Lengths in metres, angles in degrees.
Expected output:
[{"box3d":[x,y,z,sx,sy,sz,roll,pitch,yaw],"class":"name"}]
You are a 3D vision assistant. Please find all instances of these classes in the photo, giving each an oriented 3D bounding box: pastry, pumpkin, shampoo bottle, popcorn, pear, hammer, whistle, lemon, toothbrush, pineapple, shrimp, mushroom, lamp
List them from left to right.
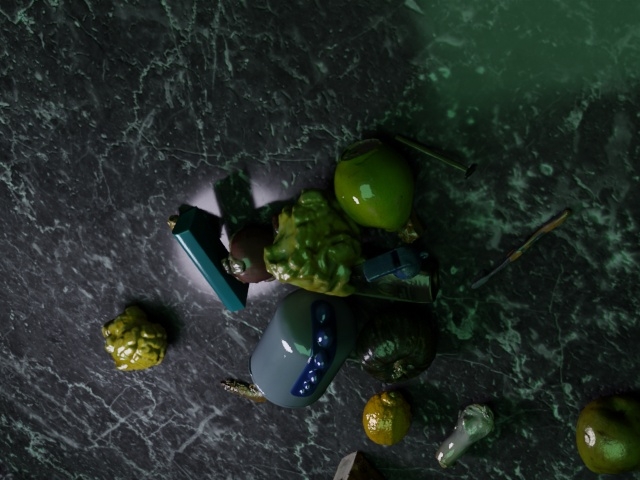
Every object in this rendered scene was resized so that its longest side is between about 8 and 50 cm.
[{"box3d":[-0.589,0.312,2.375,0.201,0.226,0.203,-10,77,-5],"class":"popcorn"},{"box3d":[-0.365,-0.028,2.102,0.140,0.056,0.080,13,137,15],"class":"pastry"},{"box3d":[-0.240,0.457,2.374,0.178,0.034,0.124,19,124,12],"class":"shrimp"},{"box3d":[-0.160,0.020,1.992,0.223,0.151,0.215,-17,129,-14],"class":"lamp"},{"box3d":[0.000,0.000,1.824,0.235,0.242,0.250,21,93,43],"class":"popcorn"},{"box3d":[0.129,0.089,1.925,0.350,0.084,0.125,7,125,23],"class":"shampoo bottle"},{"box3d":[0.128,-0.119,1.731,0.188,0.187,0.219,-5,120,28],"class":"pear"},{"box3d":[0.193,0.508,2.132,0.142,0.142,0.187,16,121,15],"class":"lemon"},{"box3d":[0.201,0.282,1.949,0.224,0.157,0.223,-6,135,-6],"class":"pumpkin"},{"box3d":[0.188,0.060,1.798,0.158,0.090,0.090,-23,110,14],"class":"whistle"},{"box3d":[0.219,-0.049,1.813,0.077,0.114,0.114,-17,98,-6],"class":"pineapple"},{"box3d":[0.259,-0.196,1.699,0.199,0.062,0.013,27,132,14],"class":"hammer"},{"box3d":[0.407,0.550,2.088,0.099,0.096,0.278,30,133,7],"class":"mushroom"},{"box3d":[0.468,0.024,1.753,0.023,0.031,0.321,23,134,-26],"class":"toothbrush"},{"box3d":[0.730,0.482,1.834,0.200,0.200,0.199,12,125,18],"class":"pear"}]

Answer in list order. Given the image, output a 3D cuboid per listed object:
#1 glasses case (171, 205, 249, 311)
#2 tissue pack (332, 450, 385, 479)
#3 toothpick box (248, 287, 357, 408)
[{"box3d":[-0.299,0.057,2.045,0.070,0.117,0.301,-20,123,19],"class":"glasses case"},{"box3d":[0.140,0.804,2.321,0.226,0.183,0.092,47,124,-9],"class":"tissue pack"},{"box3d":[-0.036,0.286,1.991,0.263,0.263,0.354,32,137,4],"class":"toothpick box"}]
